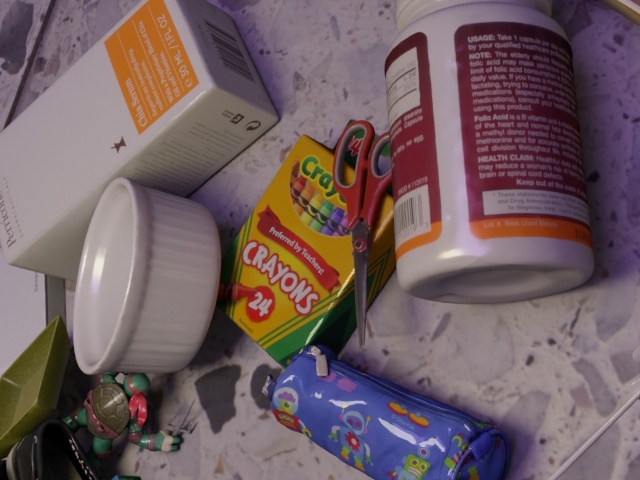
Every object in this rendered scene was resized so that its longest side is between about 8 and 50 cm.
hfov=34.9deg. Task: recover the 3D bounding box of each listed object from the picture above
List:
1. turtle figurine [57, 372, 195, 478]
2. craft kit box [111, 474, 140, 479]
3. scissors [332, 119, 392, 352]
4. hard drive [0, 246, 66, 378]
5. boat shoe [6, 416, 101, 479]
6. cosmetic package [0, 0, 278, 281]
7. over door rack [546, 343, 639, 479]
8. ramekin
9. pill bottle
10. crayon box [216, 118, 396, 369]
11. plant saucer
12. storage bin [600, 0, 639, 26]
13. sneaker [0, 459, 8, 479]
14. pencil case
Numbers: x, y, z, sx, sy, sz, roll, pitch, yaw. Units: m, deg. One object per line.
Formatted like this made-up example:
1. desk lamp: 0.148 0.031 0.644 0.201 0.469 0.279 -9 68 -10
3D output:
1. turtle figurine: -0.297 0.248 1.500 0.234 0.118 0.175 -41 59 25
2. craft kit box: -0.309 0.513 1.471 0.246 0.061 0.250 -42 59 15
3. scissors: 0.044 -0.011 1.292 0.109 0.021 0.297 8 80 30
4. hard drive: -0.580 0.141 1.753 0.353 0.047 0.233 -17 69 29
5. boat shoe: -0.333 0.392 1.405 0.113 0.127 0.340 -52 48 29
6. cosmetic package: -0.309 -0.159 1.580 0.453 0.161 0.230 -38 60 21
7. over door rack: 0.323 0.292 0.999 0.239 0.108 0.324 34 101 -7
8. ramekin: -0.246 0.057 1.440 0.277 0.135 0.277 -33 52 56
9. pill bottle: 0.190 -0.137 1.200 0.224 0.224 0.392 -11 72 31
10. crayon box: 0.000 0.000 1.380 0.202 0.081 0.318 38 99 35
11. plant saucer: -0.444 0.235 1.554 0.188 0.045 0.188 -43 28 29
12. storage bin: 0.446 -0.347 1.146 0.260 0.123 0.262 -53 55 12
13. sneaker: -0.504 0.389 1.462 0.139 0.341 0.125 -27 66 -4
14. pencil case: 0.078 0.224 1.241 0.306 0.119 0.133 23 131 35
